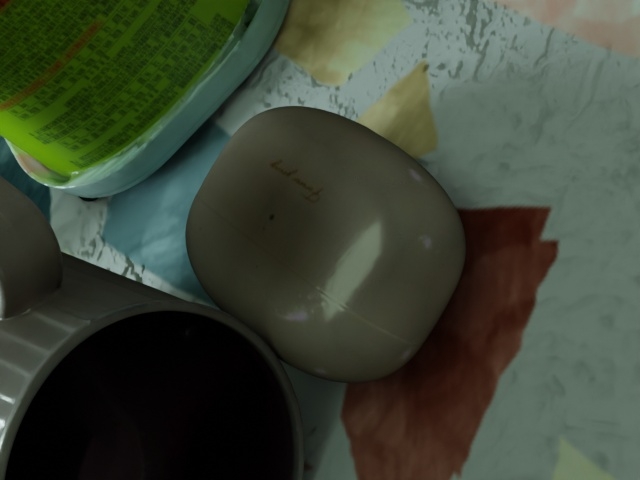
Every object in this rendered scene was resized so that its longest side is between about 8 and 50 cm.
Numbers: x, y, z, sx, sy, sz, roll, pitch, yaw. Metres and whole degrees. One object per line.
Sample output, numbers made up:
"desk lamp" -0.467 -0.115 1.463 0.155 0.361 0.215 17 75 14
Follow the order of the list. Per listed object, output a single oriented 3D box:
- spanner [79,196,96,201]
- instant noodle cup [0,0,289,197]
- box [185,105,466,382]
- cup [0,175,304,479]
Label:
"spanner" -0.236 -0.119 1.418 0.087 0.024 0.316 -54 46 13
"instant noodle cup" -0.222 -0.218 1.223 0.294 0.308 0.294 -18 59 33
"box" 0.000 0.000 1.086 0.200 0.088 0.146 37 97 47
"cup" -0.185 0.096 1.085 0.273 0.288 0.208 19 72 49
